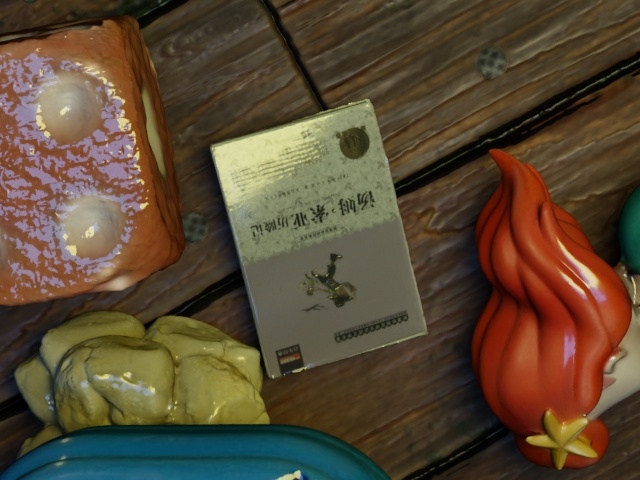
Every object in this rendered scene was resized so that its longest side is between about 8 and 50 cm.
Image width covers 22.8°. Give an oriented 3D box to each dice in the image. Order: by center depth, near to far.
[{"bbox_3d":[-0.193,-0.053,1.068,0.179,0.175,0.174,-12,103,-1],"label":"dice"}]

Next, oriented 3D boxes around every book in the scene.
[{"bbox_3d":[0.000,0.000,1.155,0.127,0.014,0.182,-16,102,-14],"label":"book"}]

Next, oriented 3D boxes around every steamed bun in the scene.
[{"bbox_3d":[-0.137,0.142,1.145,0.192,0.106,0.177,22,98,-5],"label":"steamed bun"}]

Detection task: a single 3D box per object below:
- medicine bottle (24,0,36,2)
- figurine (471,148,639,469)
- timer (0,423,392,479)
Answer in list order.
[{"bbox_3d":[-0.112,-0.305,0.990,0.290,0.245,0.245,-30,101,6],"label":"medicine bottle"},{"bbox_3d":[0.207,0.025,1.115,0.257,0.181,0.208,-36,141,6],"label":"figurine"},{"bbox_3d":[-0.085,0.293,1.042,0.309,0.115,0.340,-1,92,10],"label":"timer"}]
